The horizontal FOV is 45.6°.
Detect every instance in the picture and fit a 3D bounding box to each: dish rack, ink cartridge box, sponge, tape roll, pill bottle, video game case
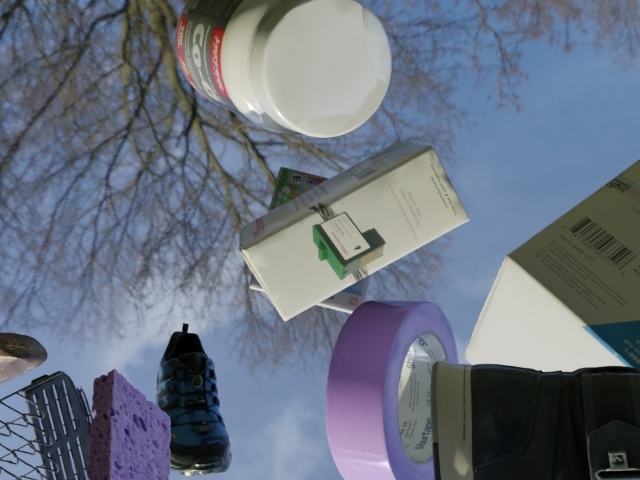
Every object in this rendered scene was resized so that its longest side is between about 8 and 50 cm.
[{"bbox_3d":[-0.370,0.286,0.893,0.074,0.208,0.271,7,-158,37],"label":"dish rack"},{"bbox_3d":[0.279,0.059,0.662,0.232,0.168,0.171,-31,-120,-24],"label":"ink cartridge box"},{"bbox_3d":[0.028,-0.018,0.829,0.219,0.092,0.160,-29,-169,1],"label":"ink cartridge box"},{"bbox_3d":[-0.199,0.250,0.804,0.031,0.117,0.210,-25,-139,9],"label":"sponge"},{"bbox_3d":[0.113,0.224,1.100,0.090,0.275,0.275,-2,-133,31],"label":"tape roll"},{"bbox_3d":[-0.050,-0.207,0.838,0.161,0.161,0.283,-36,-151,-9],"label":"pill bottle"},{"bbox_3d":[0.000,0.000,1.274,0.193,0.023,0.212,14,-99,-1],"label":"video game case"}]

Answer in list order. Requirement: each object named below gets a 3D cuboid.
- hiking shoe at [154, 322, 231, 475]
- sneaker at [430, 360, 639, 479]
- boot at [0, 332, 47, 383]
[{"bbox_3d":[-0.206,0.241,1.160,0.113,0.132,0.304,-1,-163,-21],"label":"hiking shoe"},{"bbox_3d":[0.147,0.179,0.417,0.163,0.086,0.226,-3,-99,13],"label":"sneaker"},{"bbox_3d":[-0.295,0.096,0.621,0.114,0.106,0.037,-26,-124,37],"label":"boot"}]
